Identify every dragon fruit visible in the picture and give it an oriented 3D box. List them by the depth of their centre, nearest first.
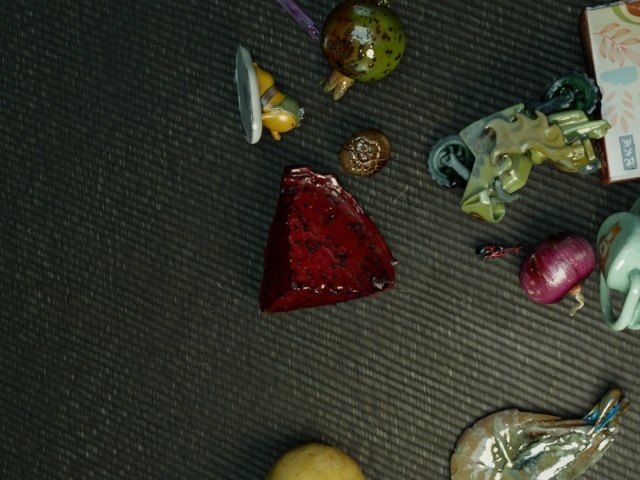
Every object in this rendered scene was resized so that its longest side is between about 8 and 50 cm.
[{"bbox_3d":[-0.003,0.004,1.827,0.285,0.228,0.329,-3,67,-21],"label":"dragon fruit"}]

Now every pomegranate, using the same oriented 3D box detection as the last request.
[{"bbox_3d":[-0.013,0.592,1.749,0.260,0.260,0.261,0,90,10],"label":"pomegranate"},{"bbox_3d":[0.079,-0.449,1.776,0.246,0.198,0.198,-29,84,49],"label":"pomegranate"}]

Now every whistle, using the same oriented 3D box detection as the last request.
[{"bbox_3d":[-0.059,-0.552,1.861,0.033,0.033,0.176,-43,83,7],"label":"whistle"}]

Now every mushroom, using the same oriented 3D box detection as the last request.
[{"bbox_3d":[0.103,-0.206,1.805,0.109,0.085,0.126,42,104,7],"label":"mushroom"}]

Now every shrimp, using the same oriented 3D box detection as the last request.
[{"bbox_3d":[0.490,0.461,1.736,0.445,0.110,0.221,-34,76,12],"label":"shrimp"}]

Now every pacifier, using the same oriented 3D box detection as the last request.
[{"bbox_3d":[0.707,0.061,1.587,0.269,0.343,0.288,18,123,3],"label":"pacifier"}]

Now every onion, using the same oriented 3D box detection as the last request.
[{"bbox_3d":[0.521,0.062,1.686,0.153,0.177,0.177,24,94,19],"label":"onion"}]

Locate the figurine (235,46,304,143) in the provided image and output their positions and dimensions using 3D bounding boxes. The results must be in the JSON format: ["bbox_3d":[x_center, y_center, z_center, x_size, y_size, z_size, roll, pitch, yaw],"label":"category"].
[{"bbox_3d":[-0.118,-0.348,1.833,0.140,0.166,0.250,-6,75,-13],"label":"figurine"}]

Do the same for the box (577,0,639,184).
[{"bbox_3d":[0.766,-0.337,1.670,0.344,0.122,0.386,-8,89,10],"label":"box"}]

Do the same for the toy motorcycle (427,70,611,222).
[{"bbox_3d":[0.434,-0.193,1.688,0.410,0.168,0.237,-28,71,27],"label":"toy motorcycle"}]

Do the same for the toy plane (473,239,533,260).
[{"bbox_3d":[0.412,0.022,1.765,0.145,0.060,0.037,-8,88,-5],"label":"toy plane"}]
